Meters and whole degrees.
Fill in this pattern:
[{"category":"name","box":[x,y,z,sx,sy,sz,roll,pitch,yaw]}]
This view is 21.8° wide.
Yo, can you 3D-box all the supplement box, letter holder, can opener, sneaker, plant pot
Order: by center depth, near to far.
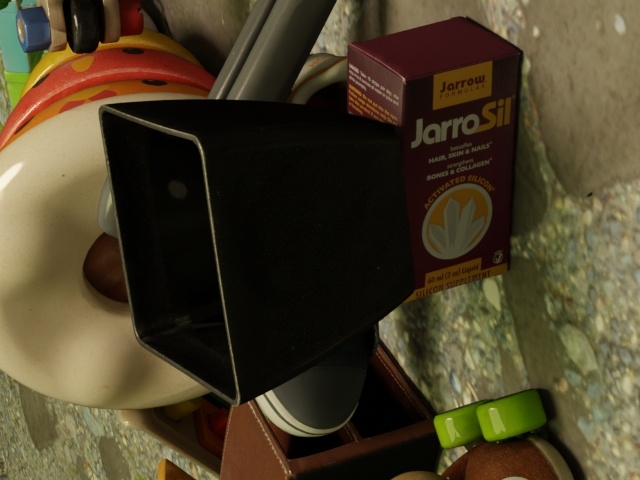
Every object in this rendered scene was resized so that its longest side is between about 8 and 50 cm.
[{"category":"plant pot","box":[-0.038,-0.014,1.194,0.187,0.167,0.188,21,123,59]},{"category":"supplement box","box":[0.082,-0.060,1.241,0.081,0.104,0.188,41,139,49]},{"category":"can opener","box":[-0.080,-0.107,1.349,0.280,0.093,0.074,-58,31,9]},{"category":"sneaker","box":[0.000,0.000,1.375,0.127,0.126,0.321,-14,79,55]},{"category":"letter holder","box":[-0.021,0.223,1.567,0.214,0.152,0.302,55,149,39]}]

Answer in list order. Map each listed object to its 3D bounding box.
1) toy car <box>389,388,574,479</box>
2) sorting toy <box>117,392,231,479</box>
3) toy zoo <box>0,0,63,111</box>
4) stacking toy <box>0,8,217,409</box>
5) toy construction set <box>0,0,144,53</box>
[{"category":"toy car","box":[0.091,0.218,1.278,0.149,0.188,0.155,-28,79,65]},{"category":"sorting toy","box":[-0.131,0.153,1.709,0.047,0.196,0.348,-37,42,21]},{"category":"toy zoo","box":[-0.305,-0.294,1.737,0.192,0.030,0.293,-79,-9,-48]},{"category":"stacking toy","box":[-0.206,-0.098,1.659,0.480,0.350,0.351,-112,21,-50]},{"category":"toy construction set","box":[-0.174,-0.323,1.434,0.257,0.308,0.237,68,-172,-74]}]
